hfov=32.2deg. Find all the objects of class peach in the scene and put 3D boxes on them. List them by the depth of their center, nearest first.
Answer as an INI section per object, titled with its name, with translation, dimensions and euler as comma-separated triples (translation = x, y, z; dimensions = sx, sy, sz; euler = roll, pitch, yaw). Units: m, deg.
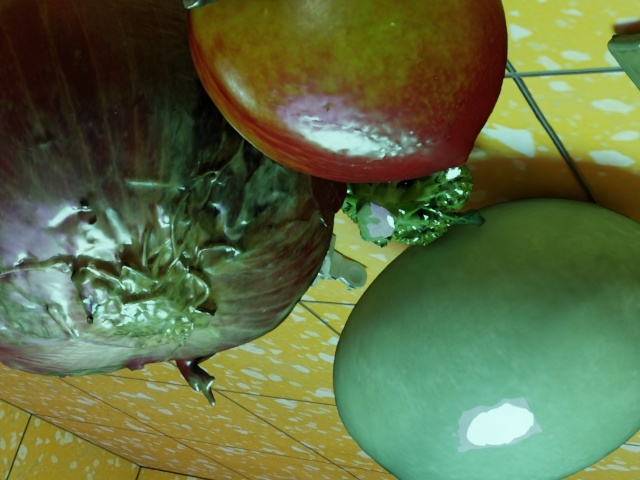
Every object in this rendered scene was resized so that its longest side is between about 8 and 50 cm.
[peach]
translation = 0.025, -0.120, 0.686
dimensions = 0.197, 0.197, 0.197
euler = 14, 159, 6

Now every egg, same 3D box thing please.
[egg]
translation = 0.165, 0.100, 1.010
dimensions = 0.258, 0.258, 0.352
euler = 29, 139, -29

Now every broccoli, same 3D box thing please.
[broccoli]
translation = 0.062, -0.048, 0.930
dimensions = 0.130, 0.120, 0.131
euler = -6, 120, 28

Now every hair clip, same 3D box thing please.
[hair clip]
translation = 0.000, 0.000, 1.217
dimensions = 0.072, 0.034, 0.226
euler = 7, 156, 16

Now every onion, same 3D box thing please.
[onion]
translation = -0.158, -0.033, 0.866
dimensions = 0.354, 0.353, 0.353
euler = 14, 159, 6

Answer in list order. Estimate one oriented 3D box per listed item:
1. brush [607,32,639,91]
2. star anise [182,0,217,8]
[brush]
translation = 0.293, -0.065, 0.821
dimensions = 0.054, 0.048, 0.282
euler = -6, 148, 40
[star anise]
translation = -0.075, -0.228, 0.593
dimensions = 0.234, 0.177, 0.073
euler = 31, -159, 7
